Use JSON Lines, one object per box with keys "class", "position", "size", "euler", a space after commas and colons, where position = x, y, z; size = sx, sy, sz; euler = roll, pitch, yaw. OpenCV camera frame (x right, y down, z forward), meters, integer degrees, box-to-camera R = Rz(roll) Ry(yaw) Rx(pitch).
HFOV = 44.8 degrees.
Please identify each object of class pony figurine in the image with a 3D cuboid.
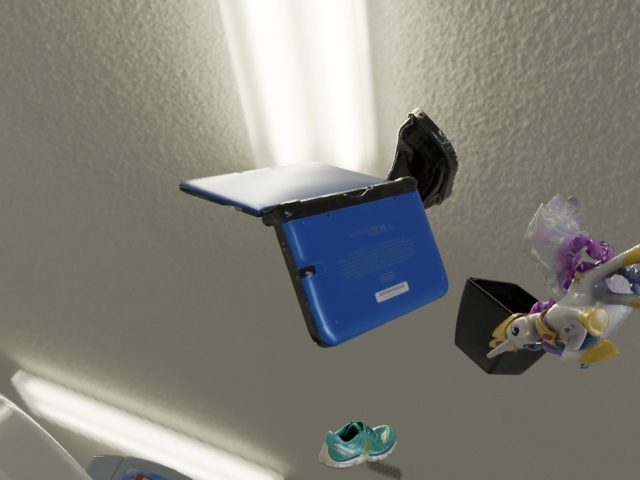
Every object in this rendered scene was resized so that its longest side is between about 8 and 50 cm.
{"class": "pony figurine", "position": [0.503, 0.100, 1.486], "size": [0.303, 0.351, 0.363], "euler": [48, -21, -6]}

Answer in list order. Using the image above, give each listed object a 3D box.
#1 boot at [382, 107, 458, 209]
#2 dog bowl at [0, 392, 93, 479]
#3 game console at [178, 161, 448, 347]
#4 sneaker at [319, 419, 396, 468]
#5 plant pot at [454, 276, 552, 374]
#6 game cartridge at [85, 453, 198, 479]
{"class": "boot", "position": [0.156, -0.100, 1.645], "size": [0.131, 0.260, 0.348], "euler": [48, -10, 27]}
{"class": "dog bowl", "position": [-0.191, 0.224, 0.439], "size": [0.349, 0.102, 0.348], "euler": [21, -53, 31]}
{"class": "game console", "position": [0.000, 0.000, 1.025], "size": [0.173, 0.293, 0.250], "euler": [-20, -93, 40]}
{"class": "sneaker", "position": [0.115, 0.558, 2.173], "size": [0.107, 0.275, 0.110], "euler": [16, -76, 44]}
{"class": "plant pot", "position": [0.421, 0.208, 1.800], "size": [0.188, 0.187, 0.167], "euler": [44, -63, 46]}
{"class": "game cartridge", "position": [-0.241, 0.413, 1.074], "size": [0.297, 0.198, 0.062], "euler": [12, -26, 28]}
